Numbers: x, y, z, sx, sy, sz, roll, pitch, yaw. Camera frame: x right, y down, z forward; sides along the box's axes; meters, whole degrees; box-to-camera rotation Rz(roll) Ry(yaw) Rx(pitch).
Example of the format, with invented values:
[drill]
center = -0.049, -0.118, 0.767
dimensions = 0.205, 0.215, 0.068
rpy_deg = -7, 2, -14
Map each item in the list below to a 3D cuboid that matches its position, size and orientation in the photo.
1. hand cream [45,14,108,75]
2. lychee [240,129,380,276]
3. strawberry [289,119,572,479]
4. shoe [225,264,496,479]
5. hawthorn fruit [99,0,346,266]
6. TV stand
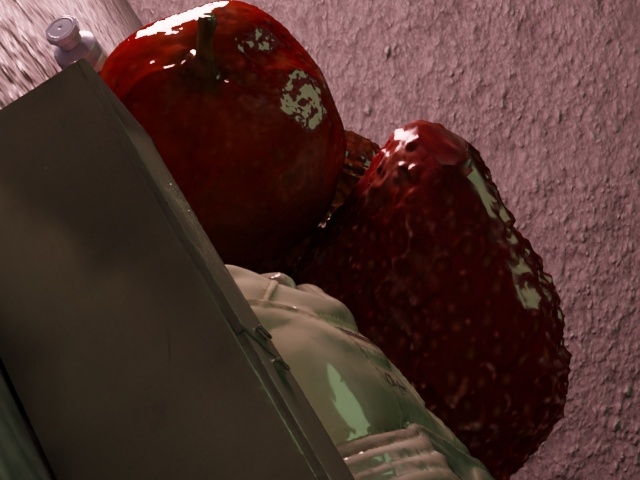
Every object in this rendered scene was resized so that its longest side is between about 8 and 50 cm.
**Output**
[hand cream]
center = -0.206, -0.142, 0.957
dimensions = 0.065, 0.043, 0.171
rpy_deg = 59, -3, 38
[lychee]
center = 0.000, 0.000, 1.213
dimensions = 0.267, 0.267, 0.267
rpy_deg = 57, 1, -1
[strawberry]
center = 0.097, 0.057, 0.810
dimensions = 0.261, 0.258, 0.261
rpy_deg = 33, 23, -16
[shoe]
center = 0.005, 0.111, 0.603
dimensions = 0.211, 0.132, 0.342
rpy_deg = 57, 1, 19
[hawthorn fruit]
center = -0.081, -0.090, 0.776
dimensions = 0.205, 0.205, 0.253
rpy_deg = 58, -6, 23
[TV stand]
center = -0.055, 0.064, 0.391
dimensions = 0.269, 0.088, 0.083
rpy_deg = 58, 1, 20
